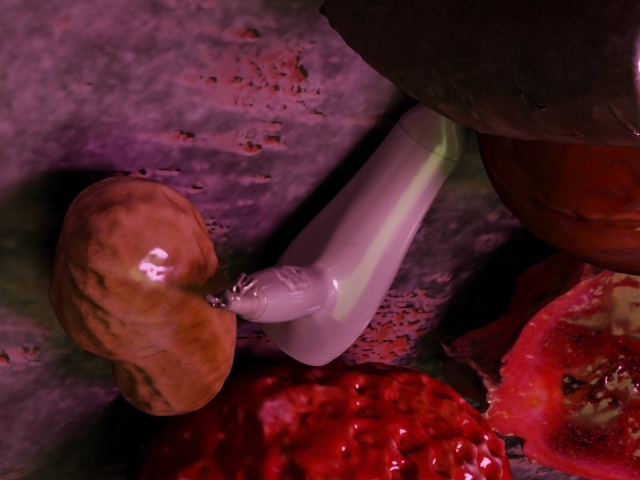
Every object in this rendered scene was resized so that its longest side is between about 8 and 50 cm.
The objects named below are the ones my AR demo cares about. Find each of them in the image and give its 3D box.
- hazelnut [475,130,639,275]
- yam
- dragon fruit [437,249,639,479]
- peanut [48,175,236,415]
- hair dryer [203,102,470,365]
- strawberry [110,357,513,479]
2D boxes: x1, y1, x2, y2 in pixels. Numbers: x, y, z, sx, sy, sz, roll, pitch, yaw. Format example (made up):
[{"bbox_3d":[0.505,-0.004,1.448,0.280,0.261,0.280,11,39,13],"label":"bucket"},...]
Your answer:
[{"bbox_3d":[0.219,-0.079,0.963,0.229,0.229,0.229,-20,142,-16],"label":"hazelnut"},{"bbox_3d":[0.109,-0.105,0.810,0.106,0.259,0.106,-7,102,-35],"label":"yam"},{"bbox_3d":[0.191,0.080,1.215,0.212,0.134,0.262,-15,127,-3],"label":"dragon fruit"},{"bbox_3d":[-0.108,0.040,0.966,0.108,0.095,0.226,-8,148,6],"label":"peanut"},{"bbox_3d":[0.000,0.000,0.956,0.206,0.075,0.237,-56,165,22],"label":"hair dryer"},{"bbox_3d":[0.012,0.241,1.078,0.292,0.310,0.291,-12,149,-7],"label":"strawberry"}]
